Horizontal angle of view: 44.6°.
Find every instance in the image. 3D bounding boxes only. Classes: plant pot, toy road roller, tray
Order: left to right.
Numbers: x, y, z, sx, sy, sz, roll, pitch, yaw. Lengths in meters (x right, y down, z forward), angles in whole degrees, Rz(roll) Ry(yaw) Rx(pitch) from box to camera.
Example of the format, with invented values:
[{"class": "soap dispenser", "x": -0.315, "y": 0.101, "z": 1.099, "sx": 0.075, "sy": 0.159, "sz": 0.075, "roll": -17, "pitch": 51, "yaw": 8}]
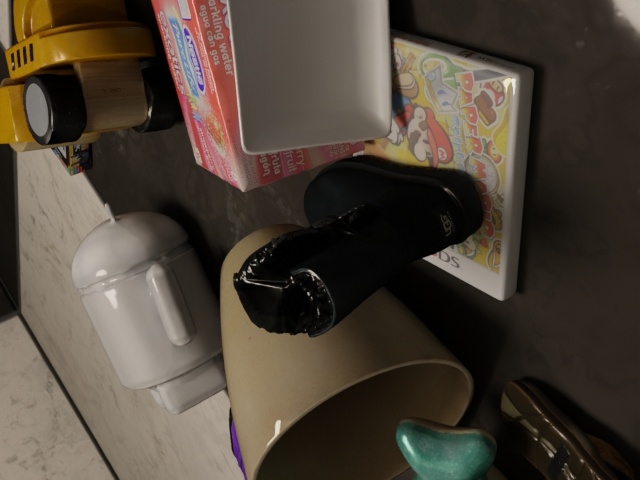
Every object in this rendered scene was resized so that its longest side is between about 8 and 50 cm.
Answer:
[{"class": "toy road roller", "x": -0.368, "y": -0.264, "z": 1.149, "sx": 0.329, "sy": 0.202, "sz": 0.241, "roll": 2, "pitch": 103, "yaw": 50}, {"class": "tray", "x": -0.013, "y": -0.216, "z": 0.678, "sx": 0.030, "sy": 0.145, "sz": 0.270, "roll": -134, "pitch": 37, "yaw": -65}, {"class": "plant pot", "x": -0.009, "y": 0.118, "z": 0.888, "sx": 0.256, "sy": 0.256, "sz": 0.274, "roll": 97, "pitch": 150, "yaw": -44}]

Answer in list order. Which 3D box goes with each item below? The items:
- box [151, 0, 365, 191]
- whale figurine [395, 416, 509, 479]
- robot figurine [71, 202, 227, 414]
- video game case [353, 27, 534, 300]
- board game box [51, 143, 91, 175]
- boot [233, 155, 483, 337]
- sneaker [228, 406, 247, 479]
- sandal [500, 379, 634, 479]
[{"class": "box", "x": -0.074, "y": -0.219, "z": 0.760, "sx": 0.154, "sy": 0.142, "sz": 0.300, "roll": 32, "pitch": 139, "yaw": 60}, {"class": "whale figurine", "x": 0.143, "y": 0.308, "z": 0.821, "sx": 0.216, "sy": 0.141, "sz": 0.272, "roll": 5, "pitch": 129, "yaw": 28}, {"class": "robot figurine", "x": -0.276, "y": 0.102, "z": 1.280, "sx": 0.300, "sy": 0.199, "sz": 0.353, "roll": -10, "pitch": 105, "yaw": 62}, {"class": "video game case", "x": 0.104, "y": -0.078, "z": 0.743, "sx": 0.206, "sy": 0.026, "sz": 0.227, "roll": 30, "pitch": 136, "yaw": 42}, {"class": "board game box", "x": -0.505, "y": -0.233, "z": 1.511, "sx": 0.170, "sy": 0.048, "sz": 0.141, "roll": 50, "pitch": 145, "yaw": 21}, {"class": "boot", "x": 0.000, "y": 0.000, "z": 0.733, "sx": 0.246, "sy": 0.207, "sz": 0.094, "roll": 9, "pitch": 121, "yaw": 55}, {"class": "sneaker", "x": -0.083, "y": 0.392, "z": 1.329, "sx": 0.146, "sy": 0.102, "sz": 0.293, "roll": 5, "pitch": 112, "yaw": 60}, {"class": "sandal", "x": 0.251, "y": 0.219, "z": 0.733, "sx": 0.219, "sy": 0.060, "sz": 0.090, "roll": 55, "pitch": 146, "yaw": 40}]
